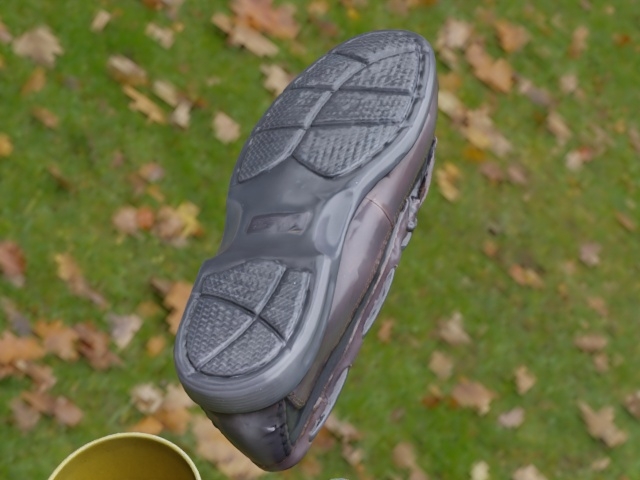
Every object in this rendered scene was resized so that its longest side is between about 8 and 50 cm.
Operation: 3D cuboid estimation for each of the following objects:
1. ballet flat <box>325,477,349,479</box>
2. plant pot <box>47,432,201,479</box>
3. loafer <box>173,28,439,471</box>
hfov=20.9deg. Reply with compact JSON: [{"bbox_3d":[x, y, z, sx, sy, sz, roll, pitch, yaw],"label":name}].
[{"bbox_3d":[0.029,0.206,0.979,0.070,0.070,0.188,6,37,-42],"label":"ballet flat"},{"bbox_3d":[-0.150,0.235,1.394,0.134,0.095,0.134,-5,54,7],"label":"plant pot"},{"bbox_3d":[0.000,0.000,1.030,0.302,0.109,0.095,-65,147,-38],"label":"loafer"}]
